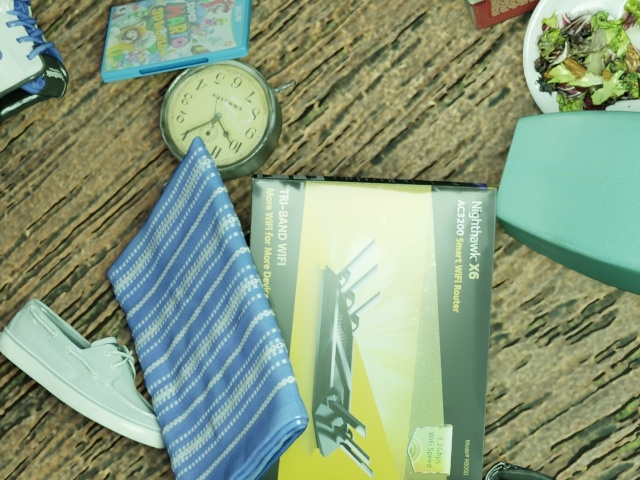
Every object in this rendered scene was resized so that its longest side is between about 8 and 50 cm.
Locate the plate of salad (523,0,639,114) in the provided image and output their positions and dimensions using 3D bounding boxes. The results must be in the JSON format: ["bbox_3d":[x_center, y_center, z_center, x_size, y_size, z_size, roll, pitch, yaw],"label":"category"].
[{"bbox_3d":[0.311,-0.193,1.529,0.199,0.048,0.200,1,107,4],"label":"plate of salad"}]

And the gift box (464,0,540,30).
[{"bbox_3d":[0.216,-0.408,1.507,0.255,0.276,0.258,-20,75,0],"label":"gift box"}]

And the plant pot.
[{"bbox_3d":[0.304,-0.041,1.479,0.234,0.165,0.166,15,83,19],"label":"plant pot"}]

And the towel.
[{"bbox_3d":[-0.123,0.100,1.471,0.243,0.040,0.336,-52,50,42],"label":"towel"}]

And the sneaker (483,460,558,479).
[{"bbox_3d":[0.255,0.287,1.443,0.216,0.121,0.079,23,85,13],"label":"sneaker"}]

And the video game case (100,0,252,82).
[{"bbox_3d":[-0.158,-0.233,1.633,0.166,0.015,0.119,-9,47,11],"label":"video game case"}]

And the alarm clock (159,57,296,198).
[{"bbox_3d":[-0.118,-0.115,1.612,0.129,0.064,0.192,30,83,14],"label":"alarm clock"}]

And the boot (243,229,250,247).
[{"bbox_3d":[0.000,0.000,1.548,0.219,0.106,0.082,-27,76,4],"label":"boot"}]

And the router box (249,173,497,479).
[{"bbox_3d":[0.045,0.091,1.473,0.242,0.081,0.309,1,96,-3],"label":"router box"}]

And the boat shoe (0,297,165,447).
[{"bbox_3d":[-0.245,0.138,1.580,0.227,0.079,0.081,32,91,17],"label":"boat shoe"}]

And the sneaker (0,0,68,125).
[{"bbox_3d":[-0.356,-0.244,1.657,0.182,0.127,0.316,20,91,9],"label":"sneaker"}]
